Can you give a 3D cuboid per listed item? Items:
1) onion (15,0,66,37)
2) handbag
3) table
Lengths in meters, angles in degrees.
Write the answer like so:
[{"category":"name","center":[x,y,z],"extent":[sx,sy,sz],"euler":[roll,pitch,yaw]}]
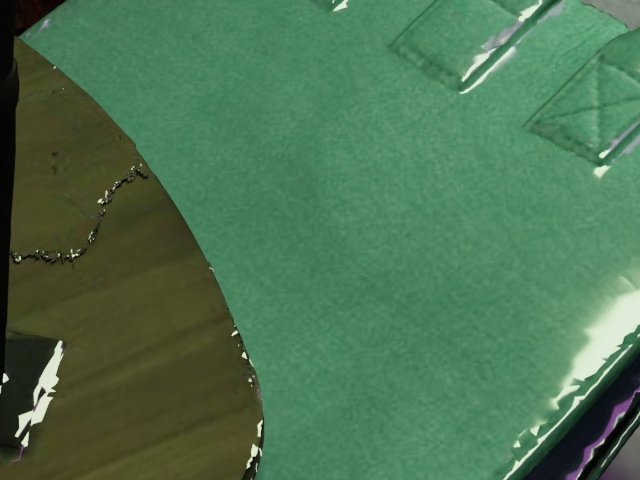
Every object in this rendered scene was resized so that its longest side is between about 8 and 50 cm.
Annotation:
[{"category":"onion","center":[-0.104,-0.090,0.767],"extent":[0.150,0.140,0.150],"euler":[28,-4,2]},{"category":"handbag","center":[-0.001,0.004,0.610],"extent":[0.268,0.100,0.274],"euler":[31,63,26]},{"category":"table","center":[-0.198,-0.058,0.460],"extent":[0.317,0.249,0.317],"euler":[-3,54,4]}]
